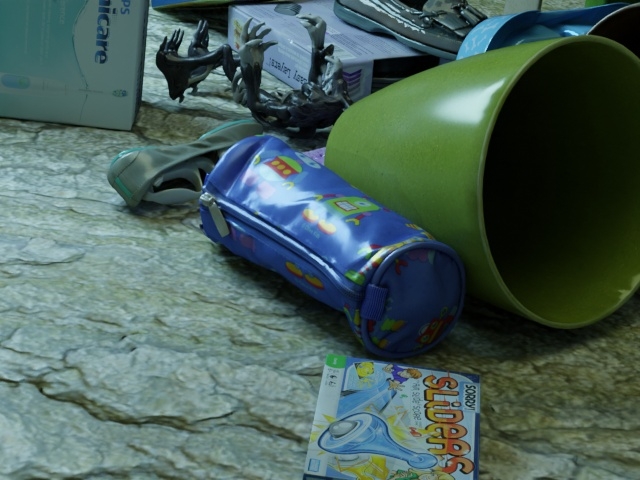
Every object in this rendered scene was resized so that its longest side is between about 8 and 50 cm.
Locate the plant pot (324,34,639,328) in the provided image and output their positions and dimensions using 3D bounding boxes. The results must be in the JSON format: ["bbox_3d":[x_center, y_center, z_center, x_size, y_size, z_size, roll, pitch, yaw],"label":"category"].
[{"bbox_3d":[0.150,-0.068,1.727,0.275,0.274,0.293,-13,14,-38],"label":"plant pot"}]

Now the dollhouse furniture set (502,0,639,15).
[{"bbox_3d":[0.416,-0.321,2.455,0.302,0.151,0.197,-13,31,-38],"label":"dollhouse furniture set"}]

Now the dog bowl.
[{"bbox_3d":[0.293,-0.213,2.182,0.297,0.165,0.074,-9,17,-32],"label":"dog bowl"}]

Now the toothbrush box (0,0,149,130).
[{"bbox_3d":[-0.349,-0.261,2.030,0.296,0.216,0.126,6,24,-1],"label":"toothbrush box"}]

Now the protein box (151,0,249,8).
[{"bbox_3d":[-0.141,-0.425,2.408,0.136,0.199,0.201,-6,6,-26],"label":"protein box"}]

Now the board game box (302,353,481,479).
[{"bbox_3d":[0.060,0.161,1.415,0.136,0.035,0.201,8,24,2],"label":"board game box"}]

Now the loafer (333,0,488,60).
[{"bbox_3d":[0.132,-0.295,2.241,0.268,0.084,0.096,22,28,29],"label":"loafer"}]

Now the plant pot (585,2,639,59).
[{"bbox_3d":[0.435,-0.170,2.097,0.215,0.215,0.230,20,12,28],"label":"plant pot"}]

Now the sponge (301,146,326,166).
[{"bbox_3d":[0.075,-0.082,1.971,0.210,0.031,0.117,-16,32,-42],"label":"sponge"}]

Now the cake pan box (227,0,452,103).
[{"bbox_3d":[0.045,-0.255,2.310,0.246,0.070,0.267,-12,30,-32],"label":"cake pan box"}]

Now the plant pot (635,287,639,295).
[{"bbox_3d":[0.368,0.011,1.763,0.096,0.109,0.109,9,21,35],"label":"plant pot"}]

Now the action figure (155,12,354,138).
[{"bbox_3d":[-0.056,-0.202,2.077,0.276,0.141,0.164,17,14,25],"label":"action figure"}]

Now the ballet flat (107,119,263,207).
[{"bbox_3d":[-0.133,-0.075,1.877,0.213,0.072,0.068,-17,61,-41],"label":"ballet flat"}]

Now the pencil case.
[{"bbox_3d":[0.000,0.000,1.655,0.133,0.119,0.306,-7,27,-37],"label":"pencil case"}]
